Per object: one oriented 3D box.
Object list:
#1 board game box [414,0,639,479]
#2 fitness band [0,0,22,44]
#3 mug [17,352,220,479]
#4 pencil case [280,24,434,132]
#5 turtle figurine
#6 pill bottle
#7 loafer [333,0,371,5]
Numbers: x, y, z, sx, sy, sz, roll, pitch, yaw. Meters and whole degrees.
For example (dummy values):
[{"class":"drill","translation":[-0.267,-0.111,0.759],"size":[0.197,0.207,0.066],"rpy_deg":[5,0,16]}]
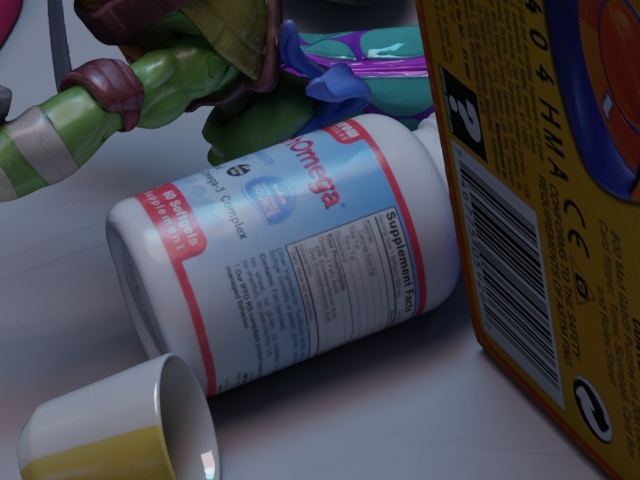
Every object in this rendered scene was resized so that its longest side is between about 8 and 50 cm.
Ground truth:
[{"class":"board game box","translation":[0.258,-0.090,0.614],"size":[0.356,0.357,0.356],"rpy_deg":[-22,34,-15]},{"class":"fitness band","translation":[-0.287,-0.118,1.124],"size":[0.209,0.054,0.291],"rpy_deg":[-2,33,17]},{"class":"mug","translation":[-0.079,0.083,0.741],"size":[0.064,0.062,0.078],"rpy_deg":[-13,25,13]},{"class":"pencil case","translation":[0.052,-0.074,0.926],"size":[0.151,0.070,0.064],"rpy_deg":[-4,70,16]},{"class":"turtle figurine","translation":[-0.138,-0.111,0.842],"size":[0.274,0.266,0.198],"rpy_deg":[-2,38,45]},{"class":"pill bottle","translation":[0.000,0.000,0.813],"size":[0.160,0.087,0.087],"rpy_deg":[-21,33,-14]},{"class":"loafer","translation":[-0.018,-0.189,1.139],"size":[0.096,0.084,0.267],"rpy_deg":[10,29,-24]}]
